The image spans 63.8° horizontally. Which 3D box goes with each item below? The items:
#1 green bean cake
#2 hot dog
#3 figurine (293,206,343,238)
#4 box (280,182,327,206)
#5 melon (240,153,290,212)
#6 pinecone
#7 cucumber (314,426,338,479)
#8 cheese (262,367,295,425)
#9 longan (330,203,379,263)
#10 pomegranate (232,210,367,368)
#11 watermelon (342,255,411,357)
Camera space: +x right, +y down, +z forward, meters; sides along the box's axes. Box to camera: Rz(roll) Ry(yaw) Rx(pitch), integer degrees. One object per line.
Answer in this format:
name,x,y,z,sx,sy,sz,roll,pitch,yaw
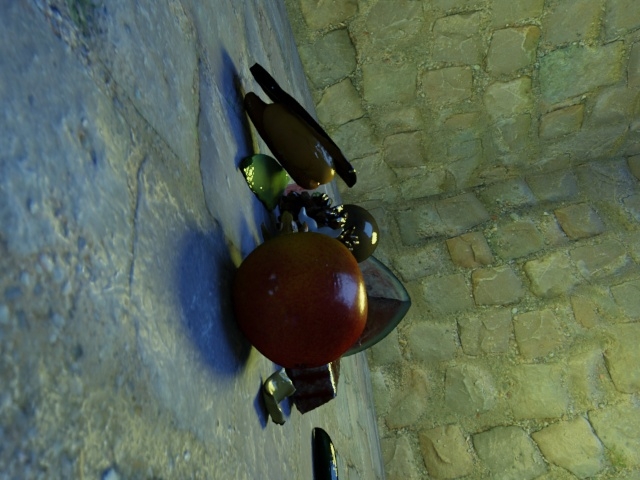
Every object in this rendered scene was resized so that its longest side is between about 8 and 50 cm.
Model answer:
green bean cake,-0.015,0.246,1.123,0.233,0.097,0.198,24,54,-82
hot dog,-0.068,-0.222,1.157,0.326,0.107,0.194,47,-6,10
figurine,-0.041,0.046,1.034,0.208,0.128,0.184,-61,172,1
box,-0.045,-0.111,1.357,0.043,0.125,0.089,-5,-81,64
melon,-0.130,-0.130,1.113,0.262,0.053,0.113,29,68,-76
pinecone,-0.013,-0.026,1.189,0.179,0.184,0.204,127,-34,-57
cucumber,0.020,0.540,1.106,0.056,0.056,0.284,69,7,-54
cheese,-0.073,0.260,0.866,0.084,0.042,0.060,-65,137,-58
longan,0.060,-0.016,1.342,0.167,0.187,0.167,168,-90,-71
pomegranate,-0.034,0.076,0.825,0.221,0.221,0.256,62,10,-67
watermelon,0.042,0.148,1.404,0.293,0.283,0.250,34,10,-20
